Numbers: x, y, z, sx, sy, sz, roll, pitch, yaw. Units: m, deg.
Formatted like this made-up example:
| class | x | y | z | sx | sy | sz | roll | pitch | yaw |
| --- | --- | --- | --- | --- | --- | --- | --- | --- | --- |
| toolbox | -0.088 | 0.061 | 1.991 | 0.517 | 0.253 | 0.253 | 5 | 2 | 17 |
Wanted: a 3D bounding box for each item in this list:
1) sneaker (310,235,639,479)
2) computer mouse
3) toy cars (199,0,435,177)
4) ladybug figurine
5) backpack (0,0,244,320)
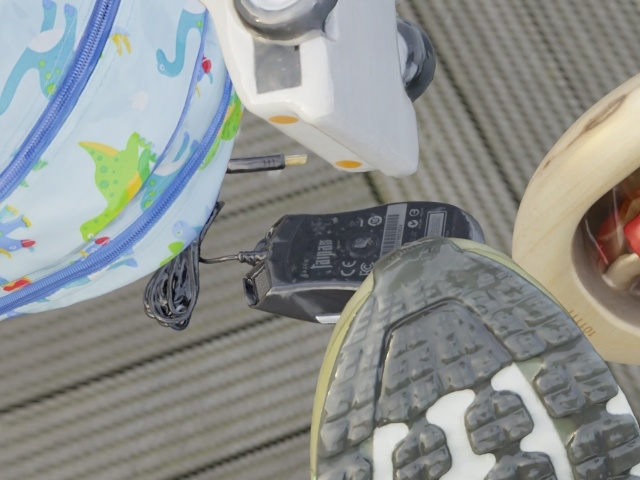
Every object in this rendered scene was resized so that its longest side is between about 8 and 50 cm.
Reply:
| class | x | y | z | sx | sy | sz | roll | pitch | yaw |
| --- | --- | --- | --- | --- | --- | --- | --- | --- | --- |
| sneaker | 0.068 | 0.130 | 0.913 | 0.158 | 0.410 | 0.182 | -22 | 44 | -4 |
| computer mouse | 0.000 | 0.000 | 1.415 | 0.262 | 0.060 | 0.184 | -7 | 43 | 11 |
| toy cars | -0.052 | -0.203 | 0.595 | 0.087 | 0.394 | 0.176 | -10 | 23 | 23 |
| ladybug figurine | 0.390 | -0.053 | 1.830 | 0.305 | 0.449 | 0.162 | 44 | 36 | -13 |
| backpack | -0.208 | -0.083 | 0.955 | 0.273 | 0.355 | 0.290 | 28 | 61 | -23 |
